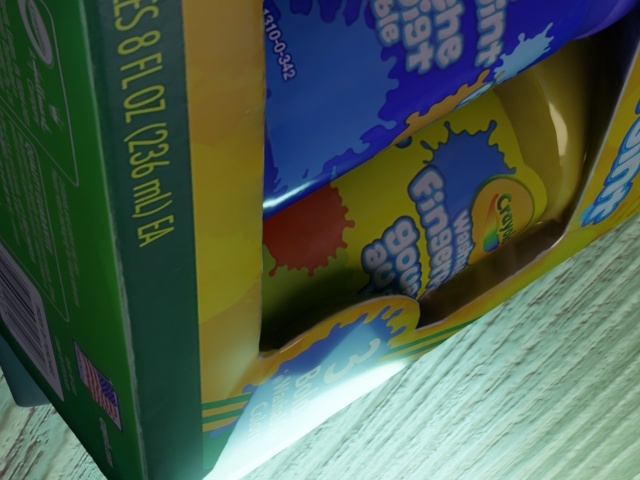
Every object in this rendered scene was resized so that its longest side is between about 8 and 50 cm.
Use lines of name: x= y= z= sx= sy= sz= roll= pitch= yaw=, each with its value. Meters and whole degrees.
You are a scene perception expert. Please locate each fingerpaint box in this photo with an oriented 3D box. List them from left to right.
fingerpaint box: x=0.034 y=-0.123 z=0.551 sx=0.371 sy=0.163 sz=0.444 roll=-31 pitch=151 yaw=-24

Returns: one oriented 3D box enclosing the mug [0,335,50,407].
mug: x=-0.126 y=0.028 z=0.789 sx=0.129 sy=0.097 sz=0.158 roll=-21 pitch=-175 yaw=-30
